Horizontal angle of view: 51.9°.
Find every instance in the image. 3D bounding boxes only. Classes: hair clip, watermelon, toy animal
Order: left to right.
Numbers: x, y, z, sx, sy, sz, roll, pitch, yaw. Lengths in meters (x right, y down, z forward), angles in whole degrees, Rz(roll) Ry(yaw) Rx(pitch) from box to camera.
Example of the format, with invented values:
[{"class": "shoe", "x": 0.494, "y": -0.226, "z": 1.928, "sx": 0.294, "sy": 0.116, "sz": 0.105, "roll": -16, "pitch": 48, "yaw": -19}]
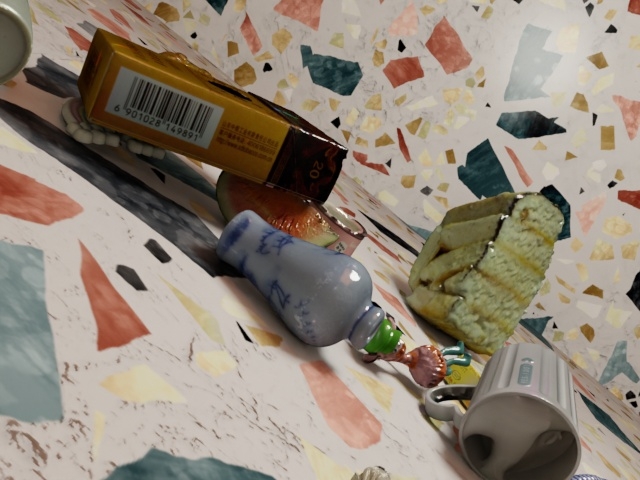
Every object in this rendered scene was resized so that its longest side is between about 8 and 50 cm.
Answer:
[{"class": "hair clip", "x": -0.341, "y": -0.179, "z": 1.080, "sx": 0.140, "sy": 0.054, "sz": 0.220, "roll": 46, "pitch": 19, "yaw": 26}, {"class": "watermelon", "x": -0.091, "y": -0.043, "z": 1.140, "sx": 0.245, "sy": 0.119, "sz": 0.063, "roll": 35, "pitch": -3, "yaw": 11}, {"class": "toy animal", "x": 0.152, "y": 0.188, "z": 1.098, "sx": 0.208, "sy": 0.100, "sz": 0.103, "roll": 17, "pitch": -6, "yaw": -29}]

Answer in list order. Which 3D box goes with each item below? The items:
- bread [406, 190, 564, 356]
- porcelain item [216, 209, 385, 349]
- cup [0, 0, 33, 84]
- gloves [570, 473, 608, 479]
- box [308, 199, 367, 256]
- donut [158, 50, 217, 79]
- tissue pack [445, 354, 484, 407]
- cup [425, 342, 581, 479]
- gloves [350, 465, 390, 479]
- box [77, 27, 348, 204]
[{"class": "bread", "x": 0.379, "y": 0.050, "z": 1.605, "sx": 0.239, "sy": 0.395, "sz": 0.264, "roll": 32, "pitch": -5, "yaw": -29}, {"class": "porcelain item", "x": -0.028, "y": 0.058, "z": 0.952, "sx": 0.259, "sy": 0.141, "sz": 0.141, "roll": 34, "pitch": 11, "yaw": 14}, {"class": "cup", "x": -0.475, "y": -0.302, "z": 0.893, "sx": 0.234, "sy": 0.186, "sz": 0.258, "roll": 55, "pitch": -10, "yaw": 26}, {"class": "gloves", "x": 0.508, "y": 0.476, "z": 1.144, "sx": 0.229, "sy": 0.097, "sz": 0.119, "roll": 31, "pitch": -16, "yaw": -14}, {"class": "box", "x": 0.000, "y": 0.000, "z": 1.220, "sx": 0.151, "sy": 0.135, "sz": 0.151, "roll": 37, "pitch": 11, "yaw": -8}, {"class": "donut", "x": -0.331, "y": -0.380, "z": 1.648, "sx": 0.226, "sy": 0.114, "sz": 0.226, "roll": 38, "pitch": 12, "yaw": -10}, {"class": "tissue pack", "x": 0.313, "y": 0.301, "z": 1.229, "sx": 0.095, "sy": 0.062, "sz": 0.176, "roll": 31, "pitch": 14, "yaw": -42}, {"class": "cup", "x": 0.294, "y": 0.251, "z": 1.028, "sx": 0.221, "sy": 0.167, "sz": 0.202, "roll": 33, "pitch": 25, "yaw": 9}, {"class": "gloves", "x": 0.052, "y": 0.257, "z": 0.680, "sx": 0.044, "sy": 0.038, "sz": 0.081, "roll": 16, "pitch": 7, "yaw": 38}, {"class": "box", "x": -0.182, "y": -0.208, "z": 1.113, "sx": 0.415, "sy": 0.116, "sz": 0.264, "roll": 18, "pitch": 14, "yaw": -29}]
